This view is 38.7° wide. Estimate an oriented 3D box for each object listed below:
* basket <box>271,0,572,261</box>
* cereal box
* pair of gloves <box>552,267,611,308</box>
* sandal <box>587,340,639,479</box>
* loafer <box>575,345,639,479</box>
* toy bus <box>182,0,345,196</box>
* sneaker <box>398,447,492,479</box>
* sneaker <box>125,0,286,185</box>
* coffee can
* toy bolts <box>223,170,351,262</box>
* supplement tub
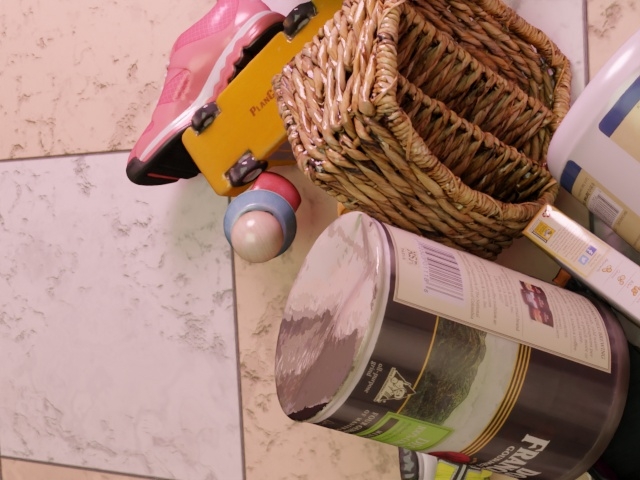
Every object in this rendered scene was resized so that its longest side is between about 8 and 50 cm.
[{"bbox_3d":[0.137,-0.124,0.943,0.223,0.299,0.213,-43,42,25],"label":"basket"},{"bbox_3d":[0.329,0.066,0.910,0.047,0.173,0.240,-51,50,7],"label":"cereal box"},{"bbox_3d":[0.293,0.081,1.062,0.074,0.010,0.083,33,106,24],"label":"pair of gloves"},{"bbox_3d":[0.315,0.200,0.842,0.167,0.107,0.446,-55,37,3],"label":"sandal"},{"bbox_3d":[0.317,0.250,1.018,0.092,0.102,0.268,1,85,31],"label":"loafer"},{"bbox_3d":[-0.020,-0.194,1.142,0.333,0.130,0.108,-42,75,25],"label":"toy bus"},{"bbox_3d":[0.168,0.207,1.071,0.147,0.145,0.384,-4,101,11],"label":"sneaker"},{"bbox_3d":[-0.166,-0.208,1.250,0.314,0.116,0.136,-47,62,17],"label":"sneaker"},{"bbox_3d":[0.122,0.108,0.880,0.201,0.276,0.201,-51,28,42],"label":"coffee can"},{"bbox_3d":[0.000,0.000,1.085,0.229,0.158,0.218,30,104,-8],"label":"toy bolts"},{"bbox_3d":[0.403,-0.054,0.866,0.316,0.228,0.228,45,113,18],"label":"supplement tub"}]
